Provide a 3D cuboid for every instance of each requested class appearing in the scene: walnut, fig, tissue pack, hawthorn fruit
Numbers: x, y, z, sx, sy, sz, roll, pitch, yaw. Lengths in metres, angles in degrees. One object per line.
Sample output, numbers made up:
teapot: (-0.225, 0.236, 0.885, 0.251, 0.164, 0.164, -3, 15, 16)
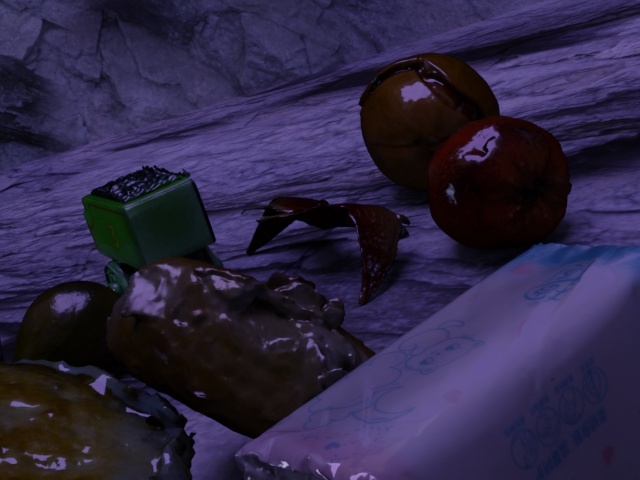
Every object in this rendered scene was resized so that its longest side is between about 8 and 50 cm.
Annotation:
walnut: (0.157, -0.185, 1.509, 0.209, 0.208, 0.336, -18, 10, 2)
fig: (-0.313, 0.121, 1.170, 0.133, 0.126, 0.185, 14, 30, 37)
tissue pack: (0.111, 0.137, 0.566, 0.271, 0.201, 0.124, -30, 14, -33)
hawthorn fruit: (0.205, -0.072, 1.176, 0.174, 0.173, 0.179, -15, 18, 10)

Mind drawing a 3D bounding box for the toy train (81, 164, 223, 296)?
toy train: (-0.223, 0.004, 1.325, 0.132, 0.188, 0.243, -26, 18, -25)

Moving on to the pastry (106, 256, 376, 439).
pastry: (-0.048, 0.095, 0.800, 0.257, 0.120, 0.236, 23, -13, 13)

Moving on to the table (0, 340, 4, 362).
table: (-0.595, 0.116, 1.189, 0.335, 0.222, 0.272, -13, 11, -37)

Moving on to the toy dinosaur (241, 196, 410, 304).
toy dinosaur: (-0.010, -0.001, 1.315, 0.327, 0.112, 0.207, 10, 5, 36)

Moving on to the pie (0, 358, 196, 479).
pie: (-0.287, 0.244, 0.676, 0.395, 0.180, 0.418, 8, 32, 28)
